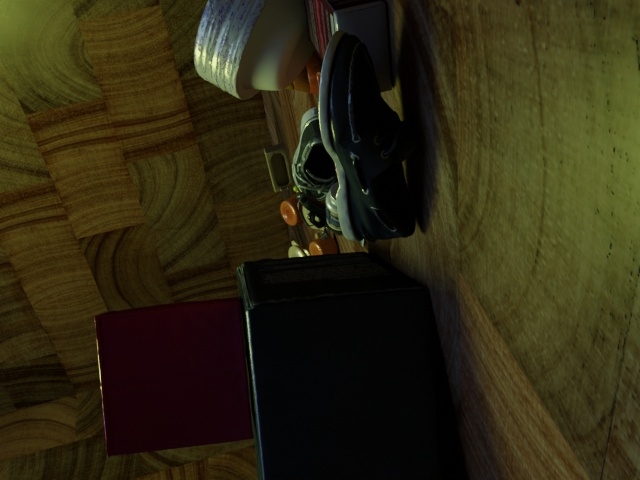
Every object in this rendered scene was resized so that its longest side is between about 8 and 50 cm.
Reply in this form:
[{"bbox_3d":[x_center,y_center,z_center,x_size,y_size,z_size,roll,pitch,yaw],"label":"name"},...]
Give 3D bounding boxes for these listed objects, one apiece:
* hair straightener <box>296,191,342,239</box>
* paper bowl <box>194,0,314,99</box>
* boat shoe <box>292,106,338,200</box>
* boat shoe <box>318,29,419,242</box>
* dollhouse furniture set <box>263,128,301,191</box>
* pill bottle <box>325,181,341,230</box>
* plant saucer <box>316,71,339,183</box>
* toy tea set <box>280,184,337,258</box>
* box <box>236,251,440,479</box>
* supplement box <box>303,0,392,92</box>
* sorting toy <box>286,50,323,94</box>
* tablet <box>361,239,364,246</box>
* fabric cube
[{"bbox_3d":[0.009,-0.050,1.605,0.230,0.047,0.089,34,-145,-61],"label":"hair straightener"},{"bbox_3d":[-0.086,-0.379,1.266,0.284,0.148,0.284,-60,-4,-7],"label":"paper bowl"},{"bbox_3d":[0.000,-0.152,1.545,0.306,0.113,0.104,108,164,-61],"label":"boat shoe"},{"bbox_3d":[0.077,-0.121,0.970,0.127,0.113,0.340,-58,-29,-41],"label":"boat shoe"},{"bbox_3d":[-0.040,-0.169,1.685,0.123,0.151,0.144,-112,8,-51],"label":"dollhouse furniture set"},{"bbox_3d":[0.044,-0.074,1.529,0.120,0.067,0.067,89,166,-65],"label":"pill bottle"},{"bbox_3d":[0.060,-0.170,1.274,0.259,0.048,0.258,-128,25,-73],"label":"plant saucer"},{"bbox_3d":[0.000,0.000,2.061,0.200,0.124,0.336,21,127,46],"label":"toy tea set"},{"bbox_3d":[0.014,0.290,1.339,0.472,0.298,0.479,-135,40,-81],"label":"box"},{"bbox_3d":[0.032,-0.319,1.065,0.239,0.073,0.130,-113,10,-50],"label":"supplement box"},{"bbox_3d":[-0.068,-0.425,1.480,0.127,0.126,0.365,86,168,-58],"label":"sorting toy"},{"bbox_3d":[0.086,-0.027,1.544,0.083,0.006,0.054,91,164,-64],"label":"tablet"},{"bbox_3d":[-0.273,0.250,1.394,0.254,0.258,0.259,165,99,-81],"label":"fabric cube"}]
